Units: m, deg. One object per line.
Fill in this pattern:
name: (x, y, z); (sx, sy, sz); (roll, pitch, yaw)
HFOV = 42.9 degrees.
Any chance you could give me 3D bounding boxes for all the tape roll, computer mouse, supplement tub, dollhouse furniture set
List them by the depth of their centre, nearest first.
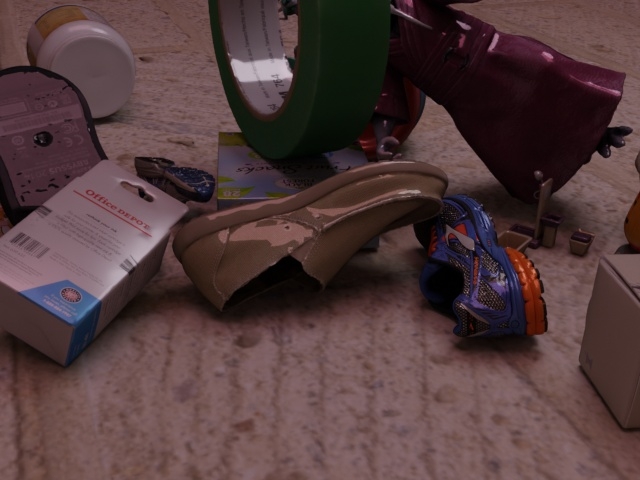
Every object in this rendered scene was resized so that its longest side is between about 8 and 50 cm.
dollhouse furniture set: (0.225, -0.018, 0.843); (0.091, 0.081, 0.114); (20, 32, 32)
computer mouse: (-0.286, -0.063, 0.844); (0.189, 0.072, 0.272); (-14, 62, -21)
tape roll: (-0.037, -0.249, 0.867); (0.077, 0.321, 0.321); (-11, 30, -24)
supplement tub: (-0.368, -0.276, 1.255); (0.144, 0.144, 0.199); (-10, 30, -22)

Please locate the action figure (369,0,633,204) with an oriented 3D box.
action figure: (0.166, -0.212, 0.920); (0.370, 0.248, 0.275); (35, 32, -2)

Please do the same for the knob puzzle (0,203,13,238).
knob puzzle: (-0.288, -0.030, 0.899); (0.213, 0.029, 0.213); (1, 27, 0)

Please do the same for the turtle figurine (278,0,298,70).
turtle figurine: (-0.030, -0.297, 1.280); (0.118, 0.175, 0.234); (5, 11, -11)

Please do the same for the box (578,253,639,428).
box: (0.357, 0.072, 0.641); (0.275, 0.113, 0.094); (-3, 28, -6)

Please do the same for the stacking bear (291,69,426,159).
stacking bear: (0.071, -0.216, 1.153); (0.175, 0.164, 0.289); (-38, 7, 18)

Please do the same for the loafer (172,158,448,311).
loafer: (0.000, 0.000, 0.770); (0.269, 0.102, 0.092); (-17, 73, -6)

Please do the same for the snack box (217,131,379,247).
snack box: (-0.031, -0.063, 0.932); (0.175, 0.070, 0.207); (-2, 28, -7)

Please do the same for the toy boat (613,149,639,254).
toy boat: (0.398, -0.018, 0.815); (0.318, 0.148, 0.267); (-10, 33, -37)

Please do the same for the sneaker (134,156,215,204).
sneaker: (-0.166, -0.056, 0.929); (0.052, 0.058, 0.135); (-3, 18, -41)

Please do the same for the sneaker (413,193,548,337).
sneaker: (0.129, 0.020, 0.771); (0.087, 0.083, 0.221); (-13, 25, -9)

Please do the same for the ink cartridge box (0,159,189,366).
ink cartridge box: (-0.207, 0.013, 0.720); (0.104, 0.060, 0.180); (30, 42, 6)
